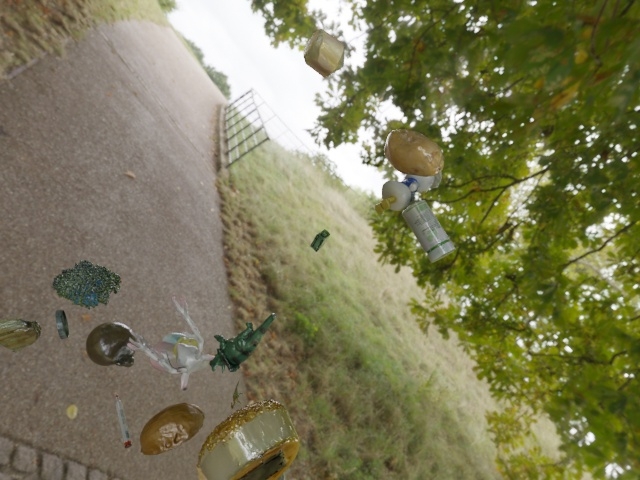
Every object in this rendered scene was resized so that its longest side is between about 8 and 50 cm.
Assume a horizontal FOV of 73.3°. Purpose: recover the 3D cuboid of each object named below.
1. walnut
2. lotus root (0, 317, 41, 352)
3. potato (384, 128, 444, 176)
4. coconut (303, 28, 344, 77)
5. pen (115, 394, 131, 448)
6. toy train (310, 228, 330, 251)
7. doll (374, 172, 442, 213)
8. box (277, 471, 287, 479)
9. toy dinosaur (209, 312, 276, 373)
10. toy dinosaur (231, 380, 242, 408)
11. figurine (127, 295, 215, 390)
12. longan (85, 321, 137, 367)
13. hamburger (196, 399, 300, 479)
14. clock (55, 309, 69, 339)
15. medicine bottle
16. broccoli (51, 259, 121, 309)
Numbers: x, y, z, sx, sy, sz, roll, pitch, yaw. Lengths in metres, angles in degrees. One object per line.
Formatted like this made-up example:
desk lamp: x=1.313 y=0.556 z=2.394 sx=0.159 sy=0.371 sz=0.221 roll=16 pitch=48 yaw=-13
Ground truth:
walnut: x=-0.477 y=0.579 z=1.361 sx=0.167 sy=0.211 sz=0.087 roll=16 pitch=-54 yaw=57
lotus root: x=-1.034 y=0.308 z=1.475 sx=0.143 sy=0.144 sz=0.070 roll=74 pitch=-3 yaw=-48
potato: x=0.235 y=-0.220 z=1.097 sx=0.178 sy=0.109 sz=0.118 roll=36 pitch=-21 yaw=42
coconut: x=0.022 y=-0.707 z=1.642 sx=0.152 sy=0.147 sz=0.147 roll=27 pitch=7 yaw=-28
pen: x=-0.742 y=0.672 z=1.611 sx=0.218 sy=0.026 sz=0.026 roll=52 pitch=-6 yaw=37
toy train: x=0.000 y=0.000 z=1.623 sx=0.038 sy=0.056 sz=0.093 roll=43 pitch=-41 yaw=12
doll: x=0.291 y=-0.177 z=1.398 sx=0.119 sy=0.293 sz=0.138 roll=55 pitch=-30 yaw=-5
box: x=-0.171 y=0.769 z=1.383 sx=0.247 sy=0.129 sz=0.033 roll=-113 pitch=178 yaw=-68
toy dinosaur: x=-0.223 y=0.281 z=1.243 sx=0.079 sy=0.292 sz=0.120 roll=31 pitch=18 yaw=-42
toy dinosaur: x=-0.332 y=0.618 z=1.726 sx=0.041 sy=0.113 sz=0.026 roll=-8 pitch=-33 yaw=33
figurine: x=-0.486 y=0.361 z=1.429 sx=0.284 sy=0.206 sz=0.315 roll=51 pitch=-33 yaw=-11
longan: x=-0.788 y=0.405 z=1.640 sx=0.204 sy=0.159 sz=0.185 roll=43 pitch=21 yaw=6
hamburger: x=-0.197 y=0.567 z=1.189 sx=0.179 sy=0.276 sz=0.294 roll=45 pitch=-25 yaw=36
clock: x=-0.724 y=0.235 z=1.208 sx=0.085 sy=0.017 sz=0.085 roll=40 pitch=-44 yaw=55
medicine bottle: x=0.336 y=-0.030 z=1.342 sx=0.183 sy=0.086 sz=0.086 roll=61 pitch=-5 yaw=14
broccoli: x=-0.694 y=0.135 z=1.283 sx=0.160 sy=0.167 sz=0.155 roll=-16 pitch=-70 yaw=44
